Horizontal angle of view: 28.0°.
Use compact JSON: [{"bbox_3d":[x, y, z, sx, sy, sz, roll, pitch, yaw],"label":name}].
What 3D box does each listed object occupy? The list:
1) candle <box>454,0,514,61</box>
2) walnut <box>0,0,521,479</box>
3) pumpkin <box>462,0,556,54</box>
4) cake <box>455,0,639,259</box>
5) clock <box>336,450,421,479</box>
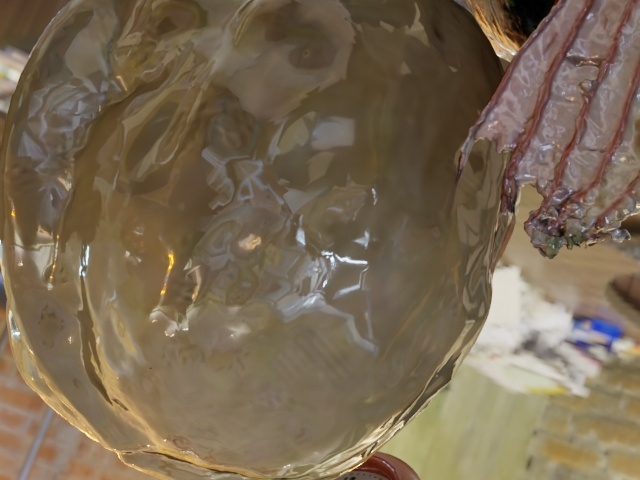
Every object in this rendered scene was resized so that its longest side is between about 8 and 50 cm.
[{"bbox_3d":[0.206,-0.284,1.412,0.168,0.192,0.068,-2,168,9],"label":"candle"},{"bbox_3d":[-0.038,-0.020,0.826,0.381,0.381,0.381,20,168,5],"label":"walnut"},{"bbox_3d":[0.228,-0.253,0.898,0.315,0.315,0.238,8,161,46],"label":"pumpkin"},{"bbox_3d":[0.164,-0.102,0.682,0.098,0.287,0.135,30,157,7],"label":"cake"},{"bbox_3d":[0.006,0.278,1.266,0.205,0.205,0.051,7,124,47],"label":"clock"}]
